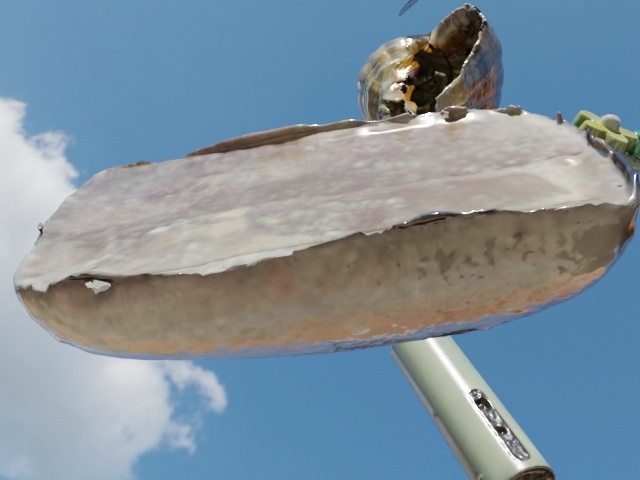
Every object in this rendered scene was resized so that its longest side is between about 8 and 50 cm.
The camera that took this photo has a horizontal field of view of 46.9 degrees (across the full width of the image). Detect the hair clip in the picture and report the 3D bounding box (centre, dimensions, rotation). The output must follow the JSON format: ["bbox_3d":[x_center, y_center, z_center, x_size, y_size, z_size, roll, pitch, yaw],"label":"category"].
[{"bbox_3d":[0.237,-0.054,0.511,0.173,0.049,0.049,22,-64,-6],"label":"hair clip"}]

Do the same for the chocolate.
[{"bbox_3d":[0.000,0.000,0.405,0.304,0.185,0.100,-7,-62,2],"label":"chocolate"}]

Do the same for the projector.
[{"bbox_3d":[0.222,0.262,1.138,0.108,0.337,0.108,-11,-55,-16],"label":"projector"}]

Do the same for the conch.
[{"bbox_3d":[0.156,-0.184,0.975,0.210,0.291,0.159,-31,-58,18],"label":"conch"}]

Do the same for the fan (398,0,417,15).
[{"bbox_3d":[0.136,-0.337,1.008,0.003,0.060,0.080,48,-27,-1],"label":"fan"}]
